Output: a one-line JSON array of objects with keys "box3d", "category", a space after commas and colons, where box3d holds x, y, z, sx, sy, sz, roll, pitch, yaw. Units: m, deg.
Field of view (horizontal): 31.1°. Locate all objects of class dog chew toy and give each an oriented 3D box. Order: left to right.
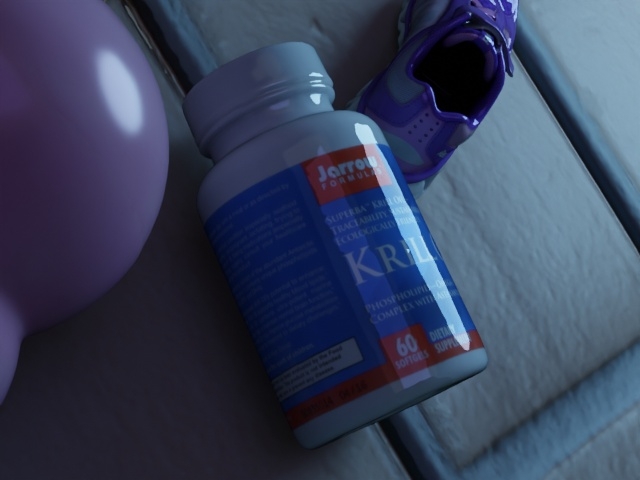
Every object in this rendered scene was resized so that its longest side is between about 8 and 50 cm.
[{"box3d": [-0.214, 0.015, 0.525, 0.206, 0.206, 0.332, 36, 64, -10], "category": "dog chew toy"}]

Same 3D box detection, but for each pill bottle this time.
[{"box3d": [0.000, 0.000, 0.684, 0.124, 0.124, 0.222, -18, 78, -33], "category": "pill bottle"}]

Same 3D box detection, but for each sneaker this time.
[{"box3d": [0.097, -0.132, 0.809, 0.095, 0.104, 0.236, 35, 55, -8], "category": "sneaker"}]
